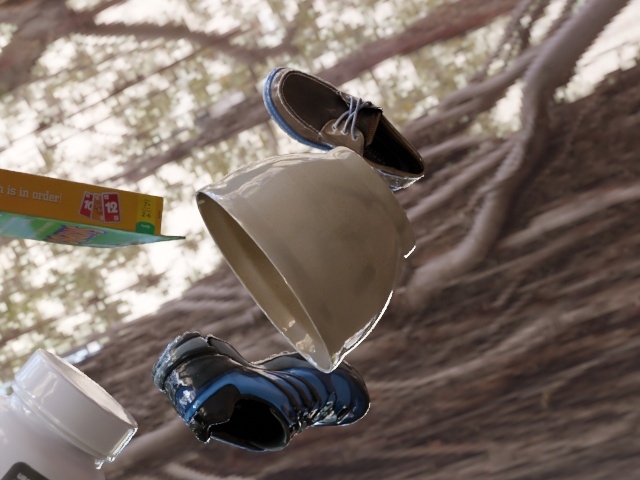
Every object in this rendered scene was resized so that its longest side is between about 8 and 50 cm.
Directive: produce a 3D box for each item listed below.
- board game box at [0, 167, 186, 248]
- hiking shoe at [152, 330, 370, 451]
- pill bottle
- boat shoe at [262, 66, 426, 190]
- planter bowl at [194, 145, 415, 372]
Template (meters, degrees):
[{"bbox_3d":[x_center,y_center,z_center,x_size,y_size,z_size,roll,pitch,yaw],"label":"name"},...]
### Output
[{"bbox_3d":[-0.226,-0.026,0.880,0.259,0.124,0.039,13,-100,-34],"label":"board game box"},{"bbox_3d":[-0.055,0.200,1.558,0.304,0.113,0.132,11,-145,-38],"label":"hiking shoe"},{"bbox_3d":[-0.328,0.265,1.391,0.161,0.283,0.161,38,176,3],"label":"pill bottle"},{"bbox_3d":[0.029,-0.111,1.268,0.183,0.066,0.066,30,-110,-30],"label":"boat shoe"},{"bbox_3d":[0.000,0.000,0.971,0.162,0.109,0.162,51,167,16],"label":"planter bowl"}]
